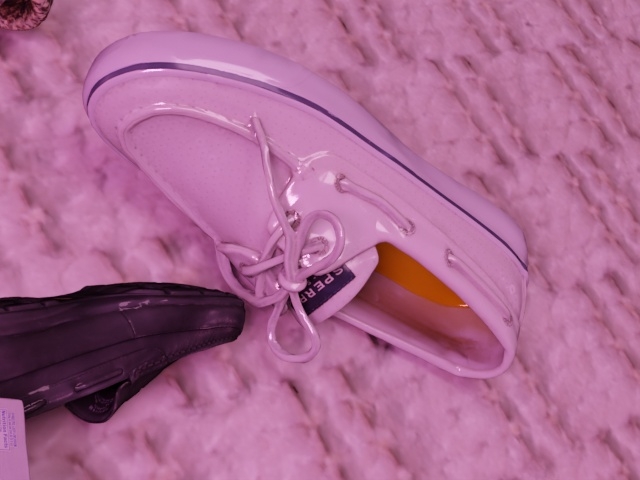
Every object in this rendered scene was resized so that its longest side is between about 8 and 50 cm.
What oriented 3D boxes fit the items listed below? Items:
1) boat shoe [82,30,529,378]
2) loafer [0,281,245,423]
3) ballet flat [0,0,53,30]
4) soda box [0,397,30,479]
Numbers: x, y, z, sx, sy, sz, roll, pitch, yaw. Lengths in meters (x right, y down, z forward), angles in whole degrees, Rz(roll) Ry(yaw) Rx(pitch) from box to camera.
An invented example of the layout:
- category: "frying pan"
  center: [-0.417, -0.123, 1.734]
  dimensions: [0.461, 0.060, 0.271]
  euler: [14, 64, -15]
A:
- category: "boat shoe"
  center: [-0.004, 0.005, 0.865]
  dimensions: [0.367, 0.136, 0.156]
  euler: [31, 45, -29]
- category: "loafer"
  center: [-0.133, 0.067, 0.750]
  dimensions: [0.223, 0.076, 0.078]
  euler: [-7, 97, -49]
- category: "ballet flat"
  center: [-0.361, -0.198, 0.732]
  dimensions: [0.483, 0.164, 0.182]
  euler: [2, 72, -40]
- category: "soda box"
  center: [-0.177, 0.213, 0.563]
  dimensions: [0.091, 0.098, 0.286]
  euler: [9, 51, -32]
